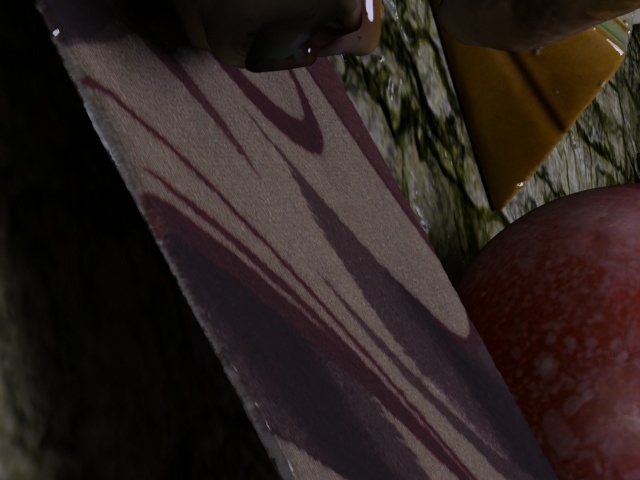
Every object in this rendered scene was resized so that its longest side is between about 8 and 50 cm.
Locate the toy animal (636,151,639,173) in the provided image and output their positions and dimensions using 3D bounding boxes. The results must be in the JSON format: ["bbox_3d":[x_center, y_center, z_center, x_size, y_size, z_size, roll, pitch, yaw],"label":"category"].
[{"bbox_3d":[0.386,0.020,1.551,0.243,0.087,0.260,-5,84,-82],"label":"toy animal"}]

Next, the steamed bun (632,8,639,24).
[{"bbox_3d":[0.240,-0.281,1.150,0.200,0.170,0.225,-75,150,-56],"label":"steamed bun"}]

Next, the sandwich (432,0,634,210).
[{"bbox_3d":[0.093,-0.140,0.929,0.187,0.144,0.117,38,32,-7],"label":"sandwich"}]

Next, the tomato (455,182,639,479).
[{"bbox_3d":[0.191,0.099,0.787,0.270,0.227,0.270,-10,90,-66],"label":"tomato"}]

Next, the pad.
[{"bbox_3d":[0.000,0.000,0.488,0.330,0.004,0.220,62,20,7],"label":"pad"}]

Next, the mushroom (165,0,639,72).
[{"bbox_3d":[0.097,-0.200,0.559,0.224,0.313,0.397,69,17,1],"label":"mushroom"}]
